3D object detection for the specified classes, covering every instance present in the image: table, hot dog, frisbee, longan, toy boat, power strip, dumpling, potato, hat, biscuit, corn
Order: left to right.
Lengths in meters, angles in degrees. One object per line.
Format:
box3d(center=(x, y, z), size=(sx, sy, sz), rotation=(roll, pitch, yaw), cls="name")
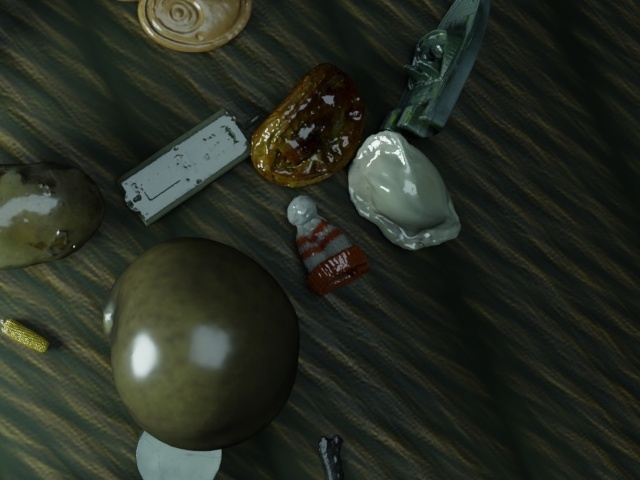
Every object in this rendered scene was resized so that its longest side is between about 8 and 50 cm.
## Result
box3d(center=(-0.458, -0.037, 1.661), size=(0.262, 0.165, 0.165), rotation=(0, 85, -11), cls="potato")
box3d(center=(-0.459, 0.146, 1.705), size=(0.083, 0.028, 0.027), rotation=(33, 72, -13), cls="corn")
box3d(center=(-0.245, -0.434, 1.810), size=(0.289, 0.044, 0.202), rotation=(41, 77, -10), cls="biscuit")
box3d(center=(-0.225, 0.336, 1.738), size=(0.133, 0.043, 0.133), rotation=(1, 84, -14), cls="table")
box3d(center=(-0.205, -0.130, 1.792), size=(0.268, 0.034, 0.092), rotation=(-36, 94, -15), cls="power strip")
box3d(center=(-0.177, 0.150, 1.637), size=(0.319, 0.319, 0.319), rotation=(1, 84, -14), cls="longan")
box3d(center=(-0.014, -0.188, 1.809), size=(0.160, 0.099, 0.227), rotation=(45, 72, -36), cls="hot dog")
box3d(center=(0.000, 0.000, 1.819), size=(0.112, 0.093, 0.162), rotation=(-27, 74, -25), cls="hat")
box3d(center=(0.021, 0.414, 1.810), size=(0.211, 0.012, 0.187), rotation=(-9, 86, -14), cls="frisbee")
box3d(center=(0.132, -0.073, 1.839), size=(0.151, 0.124, 0.229), rotation=(-31, 104, 23), cls="dumpling")
box3d(center=(0.207, -0.311, 1.862), size=(0.092, 0.141, 0.319), rotation=(31, 77, -20), cls="toy boat")
